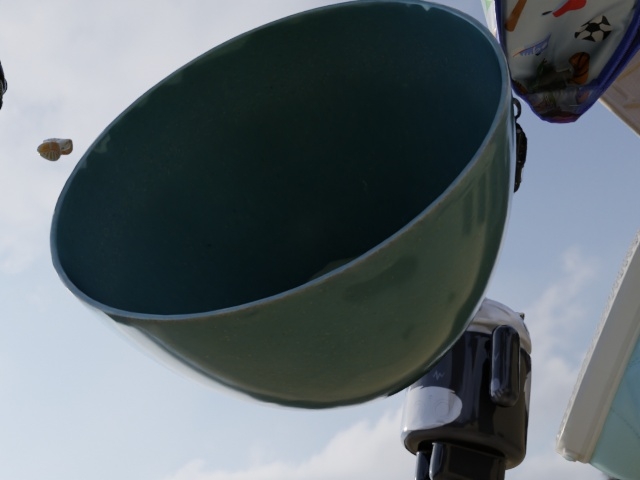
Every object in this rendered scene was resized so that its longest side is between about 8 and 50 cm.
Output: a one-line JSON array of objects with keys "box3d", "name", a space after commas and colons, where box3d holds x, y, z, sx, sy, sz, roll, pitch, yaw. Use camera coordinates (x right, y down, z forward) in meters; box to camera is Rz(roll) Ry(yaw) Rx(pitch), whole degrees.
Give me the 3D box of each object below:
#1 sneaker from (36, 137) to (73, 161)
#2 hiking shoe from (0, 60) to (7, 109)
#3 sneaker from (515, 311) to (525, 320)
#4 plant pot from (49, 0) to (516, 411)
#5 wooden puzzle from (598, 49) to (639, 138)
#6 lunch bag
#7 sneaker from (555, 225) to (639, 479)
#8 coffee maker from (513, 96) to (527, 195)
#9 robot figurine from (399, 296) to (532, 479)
[{"box3d": [-0.409, -0.138, 1.138, 0.036, 0.083, 0.032, 7, -77, 10], "name": "sneaker"}, {"box3d": [-0.318, -0.136, 0.642, 0.086, 0.114, 0.227, -25, -14, -23], "name": "hiking shoe"}, {"box3d": [0.306, 0.141, 1.327, 0.170, 0.071, 0.068, 19, -81, -54], "name": "sneaker"}, {"box3d": [0.000, 0.000, 0.513, 0.290, 0.290, 0.195, -25, -50, 3], "name": "plant pot"}, {"box3d": [0.600, -0.345, 1.326, 0.322, 0.348, 0.080, -36, -23, 0], "name": "wooden puzzle"}, {"box3d": [0.299, -0.389, 0.958, 0.238, 0.328, 0.386, -2, -52, 8], "name": "lunch bag"}, {"box3d": [0.375, 0.078, 0.776, 0.366, 0.150, 0.135, -69, -18, 2], "name": "sneaker"}, {"box3d": [0.325, -0.152, 1.362, 0.171, 0.120, 0.178, -59, -12, 4], "name": "coffee maker"}, {"box3d": [0.206, 0.214, 1.043, 0.209, 0.278, 0.173, -12, -38, 37], "name": "robot figurine"}]
